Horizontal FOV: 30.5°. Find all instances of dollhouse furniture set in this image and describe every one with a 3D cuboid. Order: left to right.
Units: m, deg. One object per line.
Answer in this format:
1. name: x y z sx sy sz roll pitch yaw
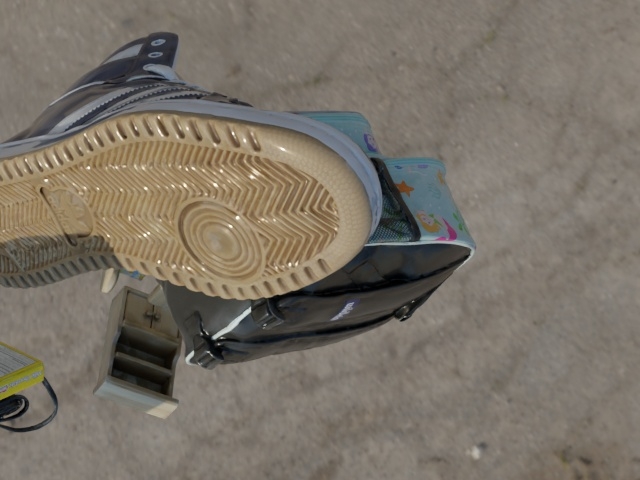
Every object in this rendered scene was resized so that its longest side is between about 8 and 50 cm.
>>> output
1. dollhouse furniture set: -0.189 0.098 1.537 0.212 0.161 0.242 23 135 -23

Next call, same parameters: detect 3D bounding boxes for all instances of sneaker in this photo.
1. sneaker: -0.065 -0.049 0.613 0.153 0.282 0.099 -45 122 -43

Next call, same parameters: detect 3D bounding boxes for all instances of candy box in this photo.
1. candy box: -0.393 0.121 1.215 0.105 0.206 0.027 -26 125 -47

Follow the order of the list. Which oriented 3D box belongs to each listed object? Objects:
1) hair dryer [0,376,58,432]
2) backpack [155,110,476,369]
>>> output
1. hair dryer: -0.472 0.200 1.382 0.293 0.080 0.224 45 61 -34
2. backpack: 0.000 0.000 1.037 0.253 0.191 0.225 -1 154 -39
